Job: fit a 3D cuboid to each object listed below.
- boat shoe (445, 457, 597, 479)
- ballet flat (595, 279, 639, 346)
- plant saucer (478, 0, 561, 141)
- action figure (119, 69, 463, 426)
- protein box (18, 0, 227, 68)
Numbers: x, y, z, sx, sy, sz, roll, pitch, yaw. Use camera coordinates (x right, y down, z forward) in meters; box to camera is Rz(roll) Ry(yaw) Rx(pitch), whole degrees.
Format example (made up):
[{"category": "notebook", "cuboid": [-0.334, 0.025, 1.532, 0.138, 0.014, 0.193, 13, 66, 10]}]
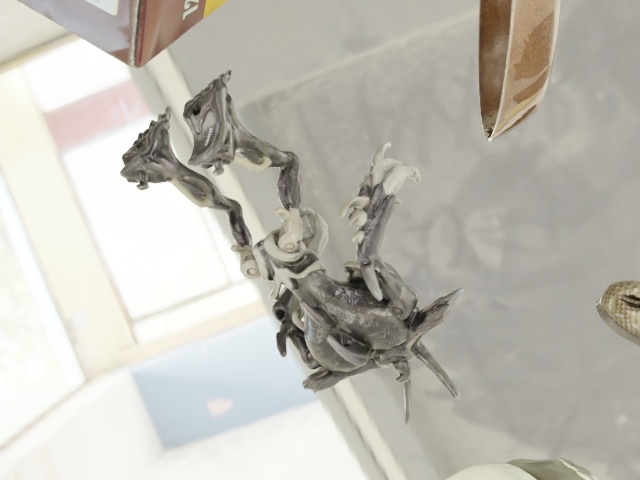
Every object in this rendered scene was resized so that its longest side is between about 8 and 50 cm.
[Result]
[{"category": "boat shoe", "cuboid": [0.093, 0.204, 0.597, 0.091, 0.305, 0.109, -17, -137, -25]}, {"category": "ballet flat", "cuboid": [0.382, 0.100, 1.249, 0.058, 0.250, 0.084, -55, -162, 25]}, {"category": "plant saucer", "cuboid": [0.106, -0.136, 0.680, 0.029, 0.168, 0.168, 1, -173, 2]}, {"category": "action figure", "cuboid": [0.000, 0.000, 0.894, 0.164, 0.276, 0.141, -31, -158, 40]}, {"category": "protein box", "cuboid": [-0.091, -0.214, 0.536, 0.200, 0.201, 0.136, -46, 161, -39]}]
